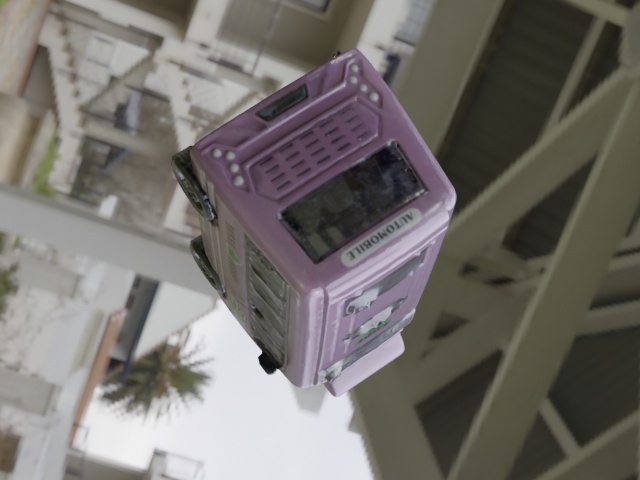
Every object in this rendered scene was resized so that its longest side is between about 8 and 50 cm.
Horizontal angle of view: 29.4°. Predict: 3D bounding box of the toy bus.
[{"bbox_3d":[0.000,0.000,0.580,0.096,0.108,0.199,-33,165,-13],"label":"toy bus"}]
